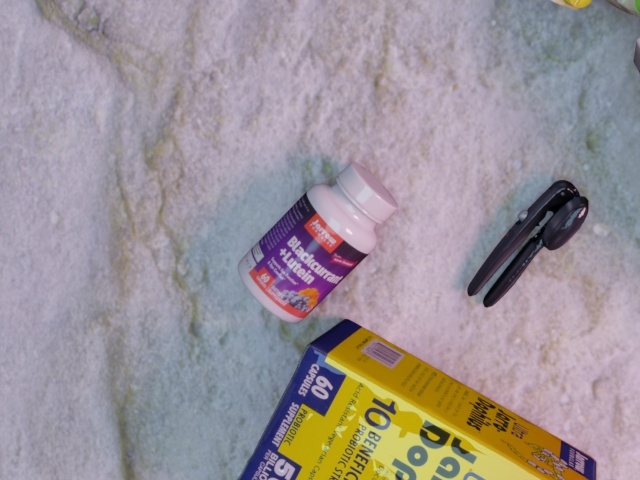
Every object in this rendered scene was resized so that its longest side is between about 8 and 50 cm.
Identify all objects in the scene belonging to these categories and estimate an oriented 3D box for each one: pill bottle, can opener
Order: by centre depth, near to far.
[{"bbox_3d":[0.240,0.004,1.298,0.059,0.073,0.186,43,113,-1],"label":"can opener"},{"bbox_3d":[0.000,0.000,1.331,0.108,0.108,0.193,46,104,7],"label":"pill bottle"}]

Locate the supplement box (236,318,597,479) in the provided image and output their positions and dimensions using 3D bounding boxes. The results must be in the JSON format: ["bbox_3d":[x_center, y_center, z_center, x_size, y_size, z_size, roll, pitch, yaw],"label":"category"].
[{"bbox_3d":[0.118,0.271,1.280,0.356,0.195,0.194,29,101,10],"label":"supplement box"}]

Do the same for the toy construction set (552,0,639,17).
[{"bbox_3d":[0.364,-0.372,1.153,0.215,0.151,0.328,25,119,-28],"label":"toy construction set"}]

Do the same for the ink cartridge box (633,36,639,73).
[{"bbox_3d":[0.450,-0.093,1.148,0.131,0.226,0.306,-27,86,15],"label":"ink cartridge box"}]
